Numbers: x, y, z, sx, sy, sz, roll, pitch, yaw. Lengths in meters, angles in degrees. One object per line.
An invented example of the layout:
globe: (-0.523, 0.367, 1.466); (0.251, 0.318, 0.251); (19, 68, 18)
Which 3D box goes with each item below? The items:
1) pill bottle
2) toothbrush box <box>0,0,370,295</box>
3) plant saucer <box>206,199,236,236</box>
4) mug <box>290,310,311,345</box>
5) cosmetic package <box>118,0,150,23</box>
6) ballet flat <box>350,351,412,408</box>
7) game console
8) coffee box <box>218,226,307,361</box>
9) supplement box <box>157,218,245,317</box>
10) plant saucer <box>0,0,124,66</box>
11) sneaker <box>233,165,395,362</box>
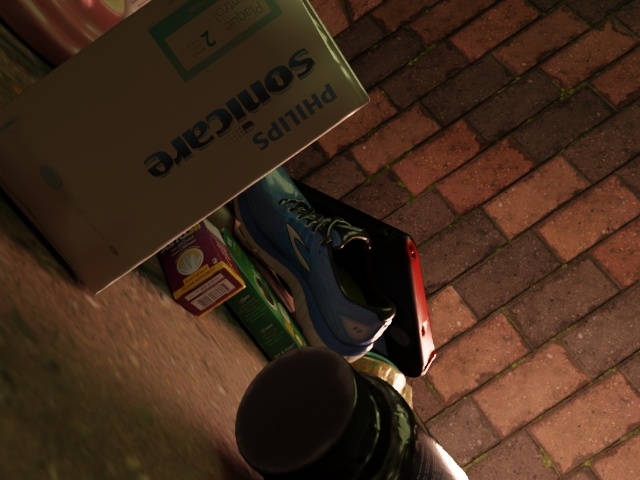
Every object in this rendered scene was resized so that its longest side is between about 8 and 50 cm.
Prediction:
pill bottle: (0.032, 0.179, 0.447); (0.219, 0.123, 0.122); (55, 2, -38)
toothbrush box: (-0.106, -0.104, 0.476); (0.126, 0.216, 0.295); (55, 3, -16)
plant saucer: (-0.212, -0.125, 0.841); (0.310, 0.050, 0.310); (55, 1, -1)
mug: (-0.016, 0.144, 0.997); (0.064, 0.062, 0.078); (64, 8, 2)
cosmetic package: (-0.417, -0.531, 1.136); (0.183, 0.151, 0.151); (56, 1, -2)
ballet flat: (0.090, 0.266, 0.953); (0.123, 0.123, 0.348); (56, 3, 28)
game console: (0.025, 0.052, 0.996); (0.387, 0.060, 0.341); (29, -29, 38)
coffee box: (-0.081, 0.075, 0.712); (0.184, 0.040, 0.113); (56, 1, -18)
supplement box: (-0.115, 0.021, 0.540); (0.083, 0.055, 0.043); (56, 1, 39)
plant saucer: (-0.319, -0.353, 0.631); (0.332, 0.084, 0.332); (-25, 90, -86)
sneaker: (0.000, 0.000, 0.816); (0.130, 0.147, 0.330); (-17, 68, -50)
